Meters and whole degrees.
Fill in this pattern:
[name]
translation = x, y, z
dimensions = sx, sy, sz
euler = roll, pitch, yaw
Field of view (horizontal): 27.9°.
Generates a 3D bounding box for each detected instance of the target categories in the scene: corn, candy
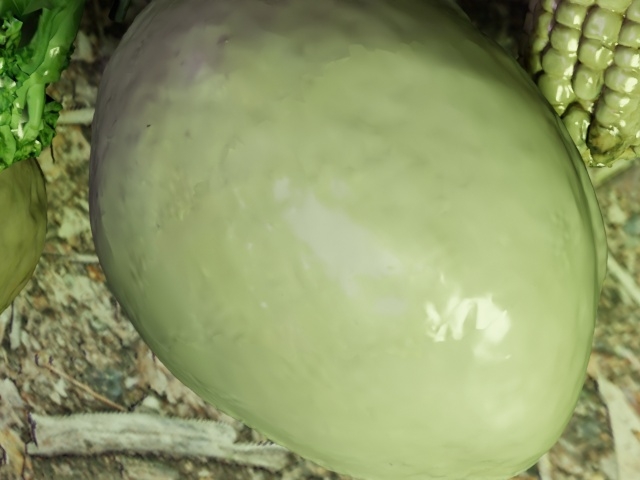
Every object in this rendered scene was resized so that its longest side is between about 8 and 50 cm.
[corn]
translation = 0.136, -0.131, 0.541
dimensions = 0.087, 0.087, 0.211
euler = 23, 124, 24
[candy]
translation = 0.000, 0.000, 0.604
dimensions = 0.295, 0.185, 0.295
euler = 49, 160, 25

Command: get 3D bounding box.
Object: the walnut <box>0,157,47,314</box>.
[walnut]
translation = -0.299, -0.014, 0.797
dimensions = 0.248, 0.248, 0.248
euler = 15, 119, 28

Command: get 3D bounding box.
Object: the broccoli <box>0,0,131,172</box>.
[broccoli]
translation = -0.185, -0.167, 0.652
dimensions = 0.269, 0.242, 0.261
euler = 138, 113, -84
